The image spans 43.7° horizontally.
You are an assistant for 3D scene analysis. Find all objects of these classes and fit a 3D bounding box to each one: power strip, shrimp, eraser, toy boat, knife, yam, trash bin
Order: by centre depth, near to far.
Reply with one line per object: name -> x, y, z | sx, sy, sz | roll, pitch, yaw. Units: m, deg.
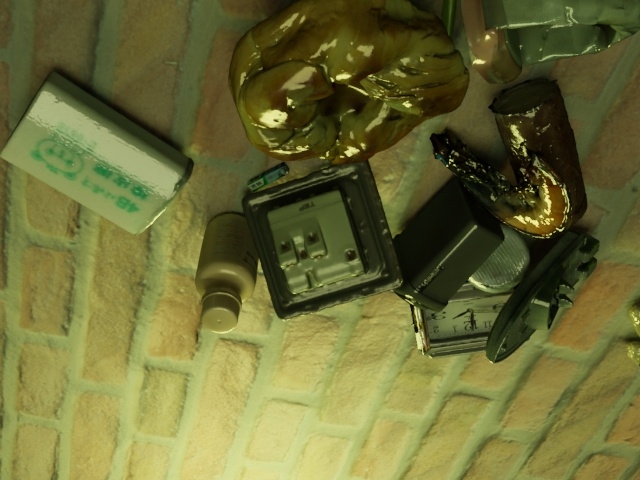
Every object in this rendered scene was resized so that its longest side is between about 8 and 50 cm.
knife -> 0.208, -0.328, 1.323 | 0.022, 0.026, 0.184 | -2, 125, -2
shrimp -> 0.310, -0.114, 1.362 | 0.290, 0.054, 0.222 | 39, 163, 11
yam -> 0.392, -0.151, 1.402 | 0.131, 0.131, 0.279 | -19, 128, 15
eraser -> -0.397, -0.148, 1.424 | 0.290, 0.104, 0.189 | 32, 126, -22
power strip -> -0.001, -0.002, 1.464 | 0.257, 0.092, 0.251 | -18, 82, 10
trash bin -> 0.225, 0.017, 1.502 | 0.101, 0.176, 0.236 | 27, 121, -23
toy boat -> 0.420, 0.118, 1.527 | 0.319, 0.092, 0.141 | -44, 146, -19

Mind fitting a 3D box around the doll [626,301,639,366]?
doll -> 0.757, 0.238, 1.707 | 0.175, 0.149, 0.278 | -7, 122, 49

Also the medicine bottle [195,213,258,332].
medicine bottle -> -0.176, 0.063, 1.491 | 0.114, 0.252, 0.114 | 1, 128, 1

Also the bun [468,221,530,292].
bun -> 0.339, 0.032, 1.560 | 0.141, 0.083, 0.140 | 0, 92, 10

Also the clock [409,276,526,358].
clock -> 0.313, 0.146, 1.662 | 0.253, 0.083, 0.186 | -8, 128, 7

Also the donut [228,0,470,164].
donut -> 0.044, -0.243, 1.232 | 0.361, 0.169, 0.360 | -13, 160, -5

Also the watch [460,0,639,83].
watch -> 0.350, -0.334, 1.189 | 0.241, 0.253, 0.161 | -8, 87, 22

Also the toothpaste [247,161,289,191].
toothpaste -> -0.098, -0.119, 1.496 | 0.083, 0.017, 0.020 | -26, 124, 19
